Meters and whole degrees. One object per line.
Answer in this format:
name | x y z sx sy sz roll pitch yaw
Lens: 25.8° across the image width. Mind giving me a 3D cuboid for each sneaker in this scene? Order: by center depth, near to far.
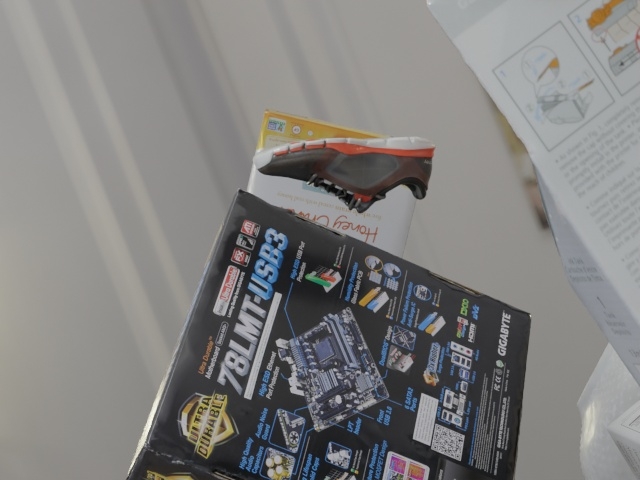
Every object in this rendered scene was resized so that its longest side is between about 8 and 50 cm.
sneaker | 0.022 -0.054 1.174 0.157 0.065 0.061 -2 4 -10

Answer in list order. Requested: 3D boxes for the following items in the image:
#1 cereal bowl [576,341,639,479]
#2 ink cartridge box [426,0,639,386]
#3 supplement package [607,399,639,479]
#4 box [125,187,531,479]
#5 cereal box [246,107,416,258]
cereal bowl | 0.397 0.159 1.634 0.339 0.141 0.339 -57 -14 -23
ink cartridge box | 0.291 -0.098 1.070 0.308 0.385 0.091 -37 6 -12
supplement package | 0.427 0.207 1.206 0.198 0.199 0.262 -36 15 -11
box | 0.021 0.126 1.156 0.296 0.293 0.073 -75 9 -45
cereal box | 0.000 0.000 1.433 0.173 0.240 0.047 12 9 -3
